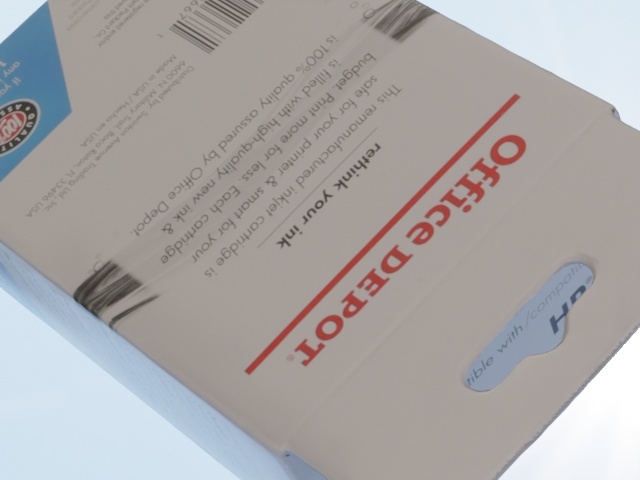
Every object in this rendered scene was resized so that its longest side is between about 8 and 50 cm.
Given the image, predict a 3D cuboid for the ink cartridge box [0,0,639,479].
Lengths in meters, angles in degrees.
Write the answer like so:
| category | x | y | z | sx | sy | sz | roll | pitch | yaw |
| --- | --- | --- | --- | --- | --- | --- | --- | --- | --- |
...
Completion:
| category | x | y | z | sx | sy | sz | roll | pitch | yaw |
| --- | --- | --- | --- | --- | --- | --- | --- | --- | --- |
| ink cartridge box | 0.000 | 0.000 | 0.446 | 0.104 | 0.060 | 0.180 | -45 | -127 | -14 |
